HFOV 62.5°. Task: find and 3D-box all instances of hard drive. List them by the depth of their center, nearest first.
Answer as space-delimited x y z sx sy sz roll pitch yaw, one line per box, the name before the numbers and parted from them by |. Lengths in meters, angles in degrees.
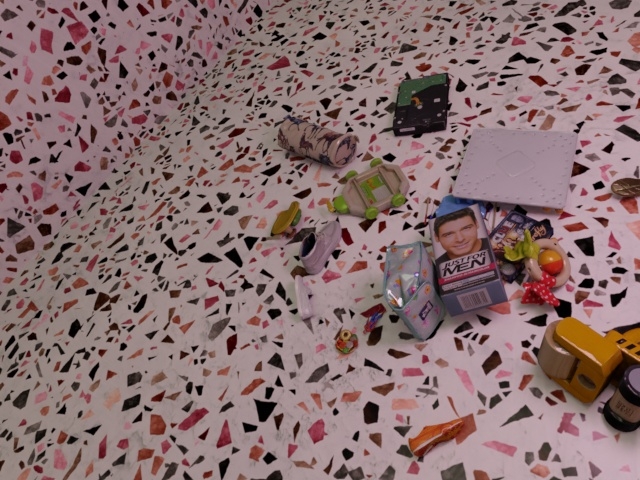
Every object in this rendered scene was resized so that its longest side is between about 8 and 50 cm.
hard drive | 0.462 -0.620 2.403 0.236 0.064 0.339 -4 53 21

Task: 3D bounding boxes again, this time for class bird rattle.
bird rattle | 0.711 0.083 1.668 0.206 0.143 0.254 -15 68 -21

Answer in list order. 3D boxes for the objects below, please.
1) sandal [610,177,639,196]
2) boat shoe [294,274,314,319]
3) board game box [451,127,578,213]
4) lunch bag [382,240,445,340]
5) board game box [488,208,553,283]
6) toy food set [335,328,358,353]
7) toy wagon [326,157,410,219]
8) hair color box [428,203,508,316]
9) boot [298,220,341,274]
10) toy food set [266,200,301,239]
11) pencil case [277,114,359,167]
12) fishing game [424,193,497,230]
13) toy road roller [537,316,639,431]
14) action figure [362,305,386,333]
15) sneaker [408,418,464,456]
sandal | 1.076 -0.179 1.789 0.179 0.049 0.072 -11 54 -3
boat shoe | -0.059 0.208 1.976 0.063 0.066 0.184 -11 48 2
board game box | 0.734 -0.272 1.985 0.389 0.050 0.390 9 54 26
lunch bag | 0.307 0.169 1.731 0.160 0.223 0.263 -12 50 25
board game box | 0.659 0.016 1.817 0.243 0.042 0.165 -45 49 -14
toy food set | 0.090 0.352 1.819 0.082 0.020 0.083 28 68 38
toy wagon | 0.189 -0.197 2.185 0.344 0.068 0.267 -26 47 4
hair color box | 0.479 0.057 1.747 0.185 0.114 0.375 -19 36 19
boot | 0.000 0.000 2.072 0.095 0.123 0.259 8 57 29
toy food set | -0.137 -0.064 2.233 0.128 0.071 0.218 -12 43 48
pencil case | -0.014 -0.460 2.424 0.410 0.160 0.184 27 82 38
fishing game | 0.525 -0.106 1.980 0.263 0.041 0.189 3 55 16
toy road roller | 0.787 0.320 1.420 0.240 0.203 0.329 -36 52 -22
action figure | 0.183 0.278 1.834 0.038 0.030 0.115 27 70 32
sneaker | 0.332 0.554 1.522 0.175 0.064 0.067 -26 37 -1
